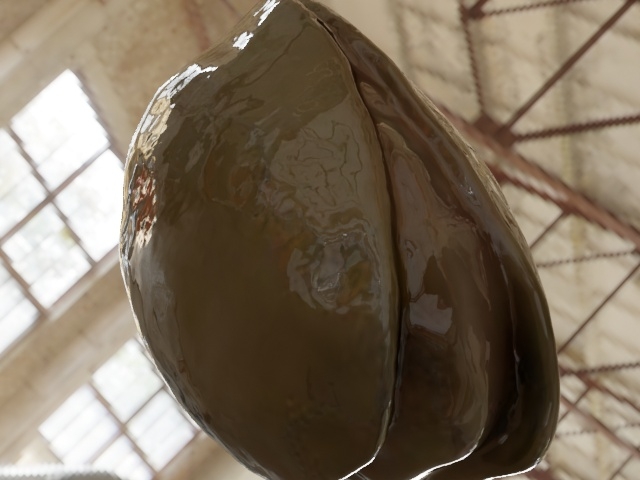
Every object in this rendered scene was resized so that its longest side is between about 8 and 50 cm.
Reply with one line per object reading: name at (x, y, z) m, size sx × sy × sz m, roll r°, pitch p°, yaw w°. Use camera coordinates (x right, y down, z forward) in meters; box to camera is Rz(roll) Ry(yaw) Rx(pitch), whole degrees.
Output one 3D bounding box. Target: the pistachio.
pistachio at (0.000, 0.000, 0.679) m, size 0.293 × 0.162 × 0.181 m, roll -115°, pitch -145°, yaw -57°
